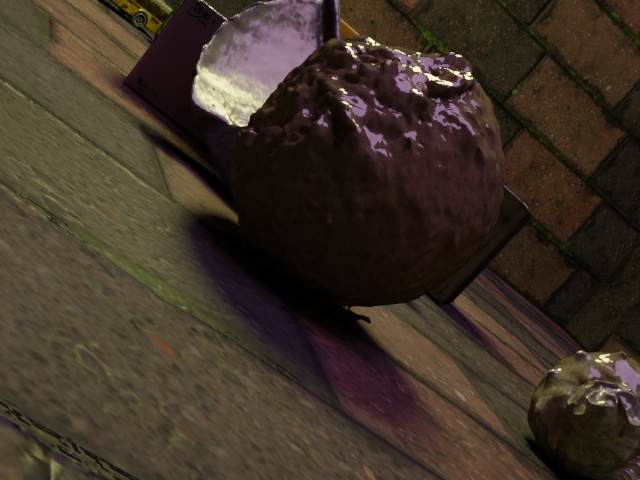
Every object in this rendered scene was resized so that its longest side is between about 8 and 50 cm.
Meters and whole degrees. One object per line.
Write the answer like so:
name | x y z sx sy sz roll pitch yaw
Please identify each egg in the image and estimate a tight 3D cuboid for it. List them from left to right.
egg | 0.050 -0.066 0.980 0.279 0.279 0.310 42 24 10

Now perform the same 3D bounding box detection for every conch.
conch | 0.365 0.228 1.209 0.210 0.159 0.291 43 6 27

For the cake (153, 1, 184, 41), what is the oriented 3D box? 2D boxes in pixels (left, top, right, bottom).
cake | -0.206 -0.350 1.952 0.235 0.100 0.099 38 8 -12

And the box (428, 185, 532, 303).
box | 0.190 -0.063 1.773 0.297 0.225 0.190 44 9 14

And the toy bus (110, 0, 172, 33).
toy bus | -0.376 -0.472 1.923 0.226 0.074 0.081 34 11 -47

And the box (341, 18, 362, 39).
box | -0.033 -0.339 2.074 0.174 0.274 0.076 38 8 -14

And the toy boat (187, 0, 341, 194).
toy boat | -0.045 -0.152 1.188 0.276 0.111 0.293 -11 71 -41

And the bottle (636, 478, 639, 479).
bottle | 0.341 0.288 0.955 0.245 0.104 0.104 34 10 -42

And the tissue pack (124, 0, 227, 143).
tissue pack | -0.113 -0.186 1.311 0.246 0.148 0.092 37 9 -14
